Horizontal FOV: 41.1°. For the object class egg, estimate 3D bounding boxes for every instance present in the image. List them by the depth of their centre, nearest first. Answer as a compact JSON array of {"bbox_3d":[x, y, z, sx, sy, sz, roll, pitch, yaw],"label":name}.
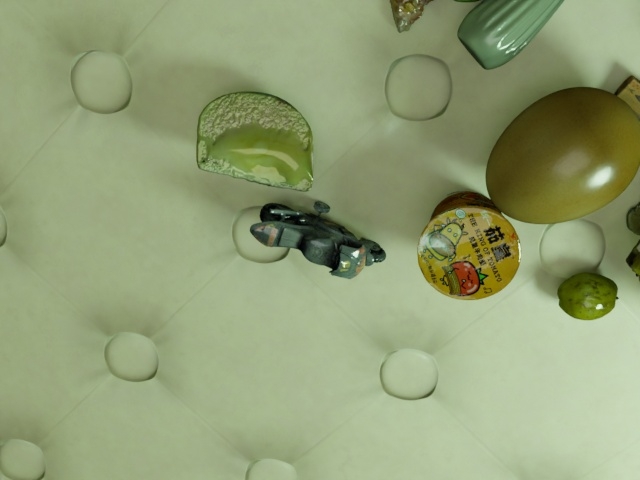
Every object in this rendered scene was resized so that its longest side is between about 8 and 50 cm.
[{"bbox_3d":[0.482,-0.164,1.706,0.322,0.250,0.250,-32,104,14],"label":"egg"}]

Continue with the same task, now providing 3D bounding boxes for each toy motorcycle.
[{"bbox_3d":[0.000,0.000,1.892,0.307,0.173,0.108,20,115,-2],"label":"toy motorcycle"}]

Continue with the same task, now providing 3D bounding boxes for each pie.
[{"bbox_3d":[0.705,-0.047,1.849,0.084,0.020,0.084,4,113,9],"label":"pie"}]

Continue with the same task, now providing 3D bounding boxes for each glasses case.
[{"bbox_3d":[0.685,-0.266,1.751,0.170,0.041,0.064,34,124,-6],"label":"glasses case"}]

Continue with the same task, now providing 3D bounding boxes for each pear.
[{"bbox_3d":[0.593,0.125,1.891,0.131,0.107,0.107,3,113,16],"label":"pear"}]

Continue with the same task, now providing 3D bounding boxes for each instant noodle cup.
[{"bbox_3d":[0.318,-0.002,1.842,0.215,0.172,0.216,3,112,7],"label":"instant noodle cup"}]

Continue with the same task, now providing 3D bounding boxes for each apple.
[{"bbox_3d":[-0.132,-0.224,1.853,0.265,0.120,0.193,11,100,1],"label":"apple"}]

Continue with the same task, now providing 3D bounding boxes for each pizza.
[{"bbox_3d":[0.183,-0.513,1.720,0.185,0.052,0.195,15,114,6],"label":"pizza"}]

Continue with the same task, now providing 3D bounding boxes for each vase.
[{"bbox_3d":[0.392,-0.453,1.677,0.248,0.128,0.128,-40,102,11],"label":"vase"}]

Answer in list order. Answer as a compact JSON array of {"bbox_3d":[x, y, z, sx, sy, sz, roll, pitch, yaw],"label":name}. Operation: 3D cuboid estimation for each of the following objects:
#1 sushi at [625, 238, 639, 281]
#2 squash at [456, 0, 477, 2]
[{"bbox_3d":[0.826,0.047,1.725,0.328,0.328,0.285,-31,76,-18],"label":"sushi"},{"bbox_3d":[0.387,-0.609,1.616,0.107,0.107,0.395,35,109,-6],"label":"squash"}]
